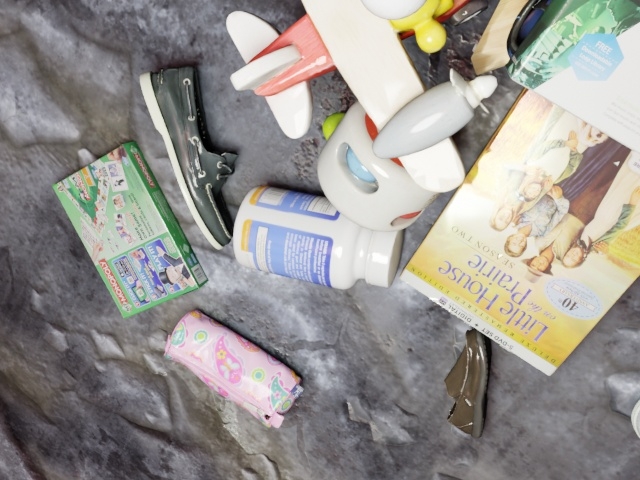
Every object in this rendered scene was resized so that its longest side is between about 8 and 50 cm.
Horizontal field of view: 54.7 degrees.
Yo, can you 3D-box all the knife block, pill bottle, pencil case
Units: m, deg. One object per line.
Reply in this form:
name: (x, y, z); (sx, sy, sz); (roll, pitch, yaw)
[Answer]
knife block: (0.377, -0.319, 0.865); (0.242, 0.088, 0.276); (30, 114, 9)
pill bottle: (0.000, 0.000, 1.075); (0.272, 0.152, 0.152); (13, 111, 16)
pencil case: (-0.174, 0.257, 1.243); (0.284, 0.124, 0.124); (33, 115, 8)

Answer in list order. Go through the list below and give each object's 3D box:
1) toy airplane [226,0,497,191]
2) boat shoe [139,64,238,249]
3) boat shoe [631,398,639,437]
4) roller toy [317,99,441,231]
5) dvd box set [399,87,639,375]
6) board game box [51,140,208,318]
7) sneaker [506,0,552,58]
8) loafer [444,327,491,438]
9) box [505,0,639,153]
toy airplane: (0.053, -0.290, 0.772); (0.386, 0.272, 0.385); (16, 96, -4)
boat shoe: (-0.208, -0.153, 1.122); (0.113, 0.127, 0.340); (-20, 98, 1)
boat shoe: (0.646, 0.253, 0.949); (0.320, 0.103, 0.118); (-25, 98, 25)
roller toy: (0.107, -0.123, 0.958); (0.209, 0.191, 0.146); (19, 140, -17)
dvd box set: (0.360, -0.025, 0.985); (0.307, 0.062, 0.420); (34, 115, 7)
board game box: (-0.392, -0.015, 1.272); (0.213, 0.046, 0.317); (-22, 99, 26)
sneaker: (0.328, -0.319, 0.783); (0.081, 0.090, 0.232); (40, 116, 4)
loafer: (0.259, 0.254, 1.104); (0.078, 0.080, 0.220); (6, 110, 19)
box: (0.393, -0.263, 0.666); (0.232, 0.058, 0.322); (25, 120, -11)
